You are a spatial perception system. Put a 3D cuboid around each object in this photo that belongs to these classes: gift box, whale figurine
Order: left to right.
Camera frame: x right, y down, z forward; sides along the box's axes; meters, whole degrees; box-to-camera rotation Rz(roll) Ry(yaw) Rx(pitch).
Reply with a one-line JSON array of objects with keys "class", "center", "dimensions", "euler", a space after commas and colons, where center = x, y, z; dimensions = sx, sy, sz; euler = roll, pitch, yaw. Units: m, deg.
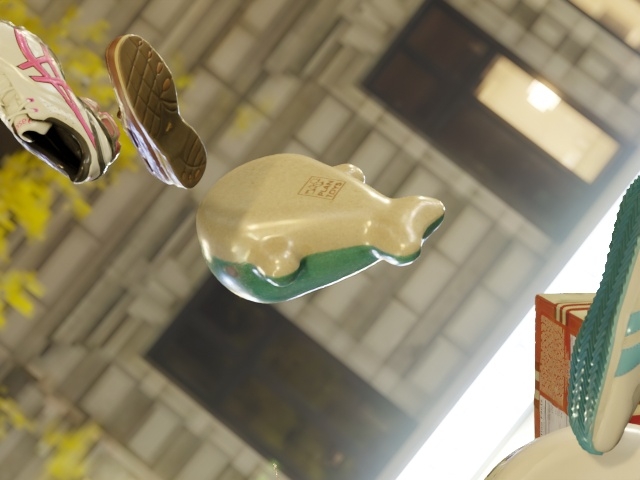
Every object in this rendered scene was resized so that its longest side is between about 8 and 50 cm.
[{"class": "whale figurine", "center": [0.000, 0.000, 2.036], "dimensions": [0.216, 0.272, 0.141], "euler": [-54, -38, -50]}, {"class": "gift box", "center": [0.395, 0.188, 2.084], "dimensions": [0.276, 0.258, 0.255], "euler": [-132, 41, -74]}]

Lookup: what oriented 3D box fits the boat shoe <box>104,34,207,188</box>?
[{"class": "boat shoe", "center": [-0.173, -0.124, 1.835], "dimensions": [0.064, 0.060, 0.178], "euler": [-56, -44, -35]}]

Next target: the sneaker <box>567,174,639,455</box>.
[{"class": "sneaker", "center": [0.261, 0.063, 1.463], "dimensions": [0.087, 0.092, 0.229], "euler": [-154, 83, -78]}]

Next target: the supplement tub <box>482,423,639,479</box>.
[{"class": "supplement tub", "center": [0.240, 0.281, 1.643], "dimensions": [0.235, 0.235, 0.325], "euler": [-51, -7, -4]}]

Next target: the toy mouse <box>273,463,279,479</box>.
[{"class": "toy mouse", "center": [-0.022, 0.370, 2.406], "dimensions": [0.031, 0.161, 0.143], "euler": [-20, -16, 21]}]

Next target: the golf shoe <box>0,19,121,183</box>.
[{"class": "golf shoe", "center": [-0.260, -0.128, 1.684], "dimensions": [0.067, 0.186, 0.086], "euler": [-44, 7, 24]}]
